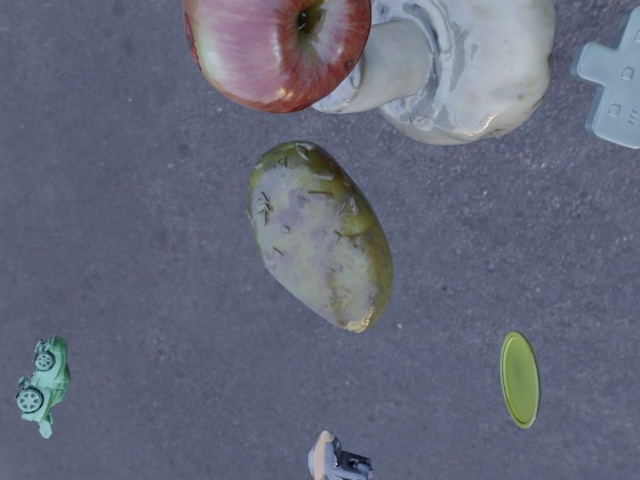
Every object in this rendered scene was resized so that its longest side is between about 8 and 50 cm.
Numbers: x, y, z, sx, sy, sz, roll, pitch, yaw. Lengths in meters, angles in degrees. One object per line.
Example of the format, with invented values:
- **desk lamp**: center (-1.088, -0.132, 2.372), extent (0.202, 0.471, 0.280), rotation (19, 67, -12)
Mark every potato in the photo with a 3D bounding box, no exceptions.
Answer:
- **potato**: center (0.000, 0.000, 1.064), extent (0.176, 0.141, 0.298), rotation (-24, 96, 31)

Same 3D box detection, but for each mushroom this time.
- **mushroom**: center (0.128, -0.257, 0.994), extent (0.314, 0.336, 0.314), rotation (26, 124, 46)

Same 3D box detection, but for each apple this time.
- **apple**: center (-0.035, -0.174, 0.567), extent (0.131, 0.146, 0.146), rotation (37, 140, 45)

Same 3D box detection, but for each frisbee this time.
- **frisbee**: center (0.486, 0.337, 1.823), extent (0.017, 0.236, 0.236), rotation (-3, 125, -8)

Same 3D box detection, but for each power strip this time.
- **power strip**: center (0.590, -0.329, 1.473), extent (0.193, 0.059, 0.265), rotation (16, 97, -8)

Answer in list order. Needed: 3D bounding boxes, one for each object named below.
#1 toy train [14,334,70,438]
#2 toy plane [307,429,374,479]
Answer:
- **toy train**: center (-0.446, 0.233, 1.223), extent (0.081, 0.149, 0.099), rotation (27, 177, -18)
- **toy plane**: center (0.025, 0.325, 0.962), extent (0.103, 0.204, 0.316), rotation (16, 140, 6)
